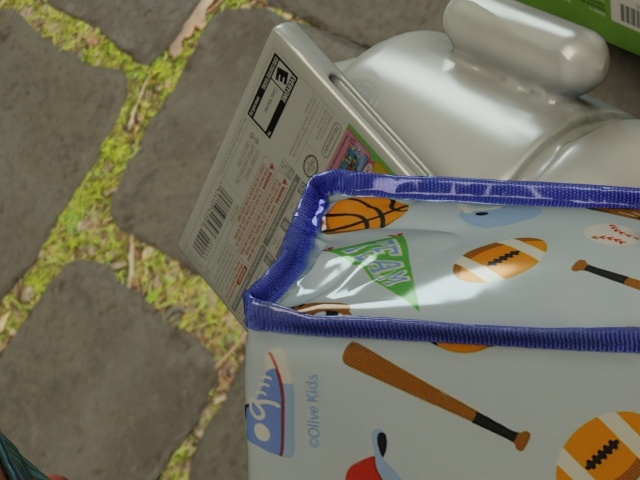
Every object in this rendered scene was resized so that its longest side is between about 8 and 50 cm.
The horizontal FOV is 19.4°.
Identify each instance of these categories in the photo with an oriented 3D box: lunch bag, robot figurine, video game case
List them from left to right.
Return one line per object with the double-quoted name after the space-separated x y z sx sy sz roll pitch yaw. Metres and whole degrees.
0.000 0.000 1.198 0.193 0.023 0.212 49 136 23 "video game case"
0.117 -0.012 1.236 0.353 0.199 0.300 29 127 38 "robot figurine"
0.167 0.144 1.024 0.385 0.328 0.239 2 25 11 "lunch bag"

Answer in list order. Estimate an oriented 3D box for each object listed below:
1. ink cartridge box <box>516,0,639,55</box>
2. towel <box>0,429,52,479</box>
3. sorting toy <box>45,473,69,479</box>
0.276 -0.238 1.312 0.255 0.097 0.188 -35 46 -28 "ink cartridge box"
-0.098 0.252 1.154 0.040 0.370 0.271 -38 53 -4 "towel"
-0.236 0.219 1.451 0.102 0.061 0.042 -23 17 -18 "sorting toy"
